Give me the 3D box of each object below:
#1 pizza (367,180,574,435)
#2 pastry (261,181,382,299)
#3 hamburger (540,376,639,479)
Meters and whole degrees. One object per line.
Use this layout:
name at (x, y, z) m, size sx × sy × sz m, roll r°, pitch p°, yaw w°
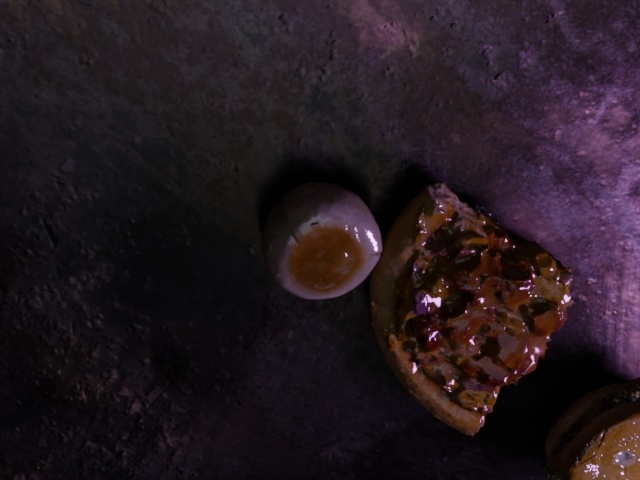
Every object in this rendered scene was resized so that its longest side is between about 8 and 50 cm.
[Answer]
pizza at (0.202, 0.097, 1.845) m, size 0.277 × 0.114 × 0.409 m, roll -5°, pitch 126°, yaw 2°
pastry at (0.000, 0.000, 1.762) m, size 0.156 × 0.092 × 0.156 m, roll -3°, pitch 126°, yaw -4°
hamburger at (0.427, 0.289, 1.987) m, size 0.189 × 0.122 × 0.215 m, roll 23°, pitch 113°, yaw -28°
